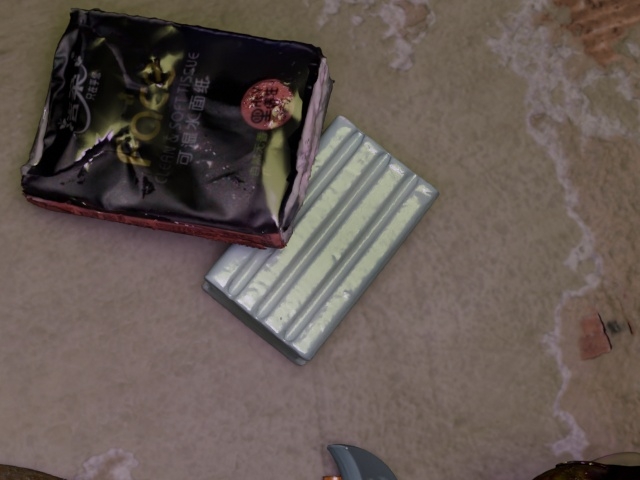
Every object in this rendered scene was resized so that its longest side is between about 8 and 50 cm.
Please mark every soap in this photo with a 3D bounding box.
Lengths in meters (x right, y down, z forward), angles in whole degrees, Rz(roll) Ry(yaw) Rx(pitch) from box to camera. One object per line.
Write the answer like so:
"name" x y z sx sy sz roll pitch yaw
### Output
"soap" 0.000 0.000 1.529 0.160 0.087 0.265 38 75 1

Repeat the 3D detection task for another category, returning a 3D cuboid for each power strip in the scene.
"power strip" 0.036 0.351 1.458 0.137 0.044 0.216 27 67 -30

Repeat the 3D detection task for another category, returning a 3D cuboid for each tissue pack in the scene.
"tissue pack" -0.169 -0.128 1.469 0.332 0.123 0.245 10 74 13

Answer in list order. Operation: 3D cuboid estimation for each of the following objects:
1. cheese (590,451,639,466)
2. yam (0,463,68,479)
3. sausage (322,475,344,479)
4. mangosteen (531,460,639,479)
"cheese" 0.397 0.289 1.564 0.192 0.037 0.097 -29 87 -15
"yam" -0.378 0.275 1.422 0.253 0.061 0.061 14 76 -7
"sausage" 0.016 0.332 1.493 0.031 0.031 0.107 3 79 -9
"mangosteen" 0.328 0.430 1.356 0.421 0.381 0.381 -6 79 2
